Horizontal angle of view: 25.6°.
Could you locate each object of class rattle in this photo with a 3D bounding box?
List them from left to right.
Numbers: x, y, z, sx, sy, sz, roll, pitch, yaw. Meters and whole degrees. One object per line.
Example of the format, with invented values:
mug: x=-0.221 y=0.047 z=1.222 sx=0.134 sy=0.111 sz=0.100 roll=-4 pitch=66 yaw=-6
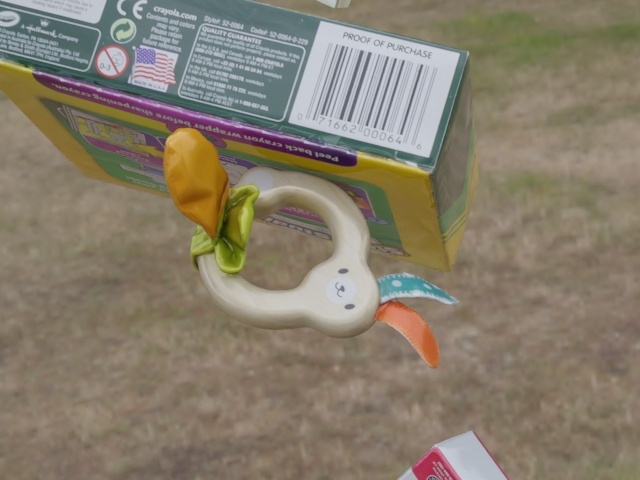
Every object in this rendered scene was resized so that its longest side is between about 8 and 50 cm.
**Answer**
rattle: x=0.000 y=0.000 z=0.969 sx=0.200 sy=0.142 sz=0.130 roll=33 pitch=53 yaw=25

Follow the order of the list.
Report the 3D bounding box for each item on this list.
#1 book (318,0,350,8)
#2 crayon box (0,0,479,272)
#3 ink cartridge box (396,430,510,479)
book: x=0.002 y=-0.297 z=1.284 sx=0.096 sy=0.144 sz=0.035 roll=28 pitch=25 yaw=27
crayon box: x=-0.058 y=-0.097 z=1.161 sx=0.363 sy=0.106 sz=0.313 roll=15 pitch=-11 yaw=11
ink cartridge box: x=0.100 y=0.251 z=1.194 sx=0.063 sy=0.150 sz=0.109 roll=-13 pitch=61 yaw=-51
